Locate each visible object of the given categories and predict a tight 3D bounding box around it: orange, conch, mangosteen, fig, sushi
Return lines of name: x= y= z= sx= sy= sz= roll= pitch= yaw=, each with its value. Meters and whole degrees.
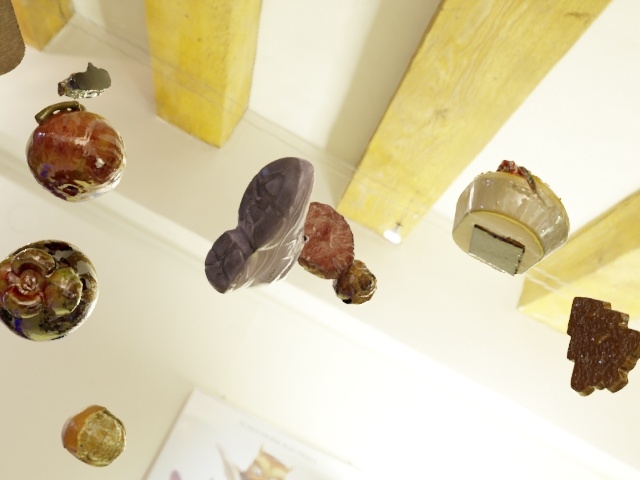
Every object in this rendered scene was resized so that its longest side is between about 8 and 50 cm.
orange: x=-0.518 y=0.448 z=1.640 sx=0.156 sy=0.134 sz=0.156 roll=12 pitch=-28 yaw=6
conch: x=0.058 y=0.075 z=1.402 sx=0.080 sy=0.086 sz=0.233 roll=50 pitch=0 yaw=-18
mangosteen: x=-0.520 y=0.092 z=1.333 sx=0.210 sy=0.210 sz=0.210 roll=24 pitch=-21 yaw=10
fig: x=-0.484 y=-0.181 z=1.416 sx=0.205 sy=0.205 sz=0.205 roll=24 pitch=-21 yaw=10
sushi: x=-0.338 y=-0.222 z=1.002 sx=0.046 sy=0.083 sz=0.044 roll=-19 pitch=-83 yaw=26

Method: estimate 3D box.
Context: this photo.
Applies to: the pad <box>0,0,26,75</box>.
pad: x=-0.444 y=-0.199 z=0.731 sx=0.002 sy=0.266 sz=0.176 roll=48 pitch=-26 yaw=22

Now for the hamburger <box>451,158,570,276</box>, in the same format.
hamburger: x=0.393 y=-0.043 z=1.472 sx=0.227 sy=0.151 sz=0.295 roll=35 pitch=-21 yaw=4

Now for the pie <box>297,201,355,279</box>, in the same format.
pie: x=0.000 y=0.000 z=1.303 sx=0.154 sy=0.154 sz=0.036 roll=35 pitch=-36 yaw=-18

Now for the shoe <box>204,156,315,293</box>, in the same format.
shoe: x=-0.062 y=-0.017 z=1.049 sx=0.137 sy=0.245 sz=0.095 roll=0 pitch=45 yaw=-49

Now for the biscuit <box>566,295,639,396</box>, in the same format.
biscuit: x=0.230 y=0.084 z=0.589 sx=0.016 sy=0.092 sz=0.082 roll=17 pitch=-52 yaw=-22
